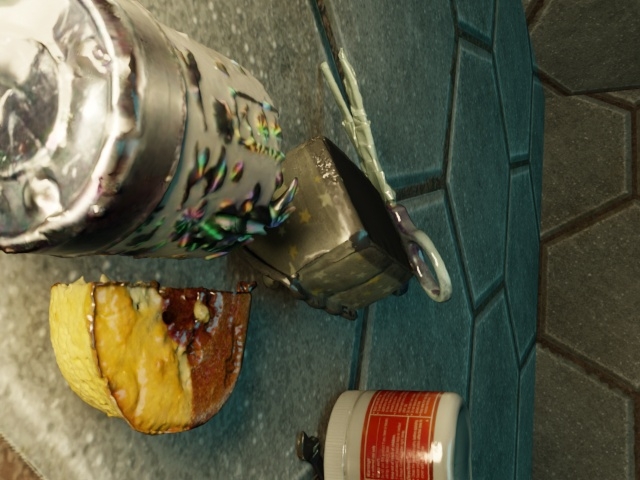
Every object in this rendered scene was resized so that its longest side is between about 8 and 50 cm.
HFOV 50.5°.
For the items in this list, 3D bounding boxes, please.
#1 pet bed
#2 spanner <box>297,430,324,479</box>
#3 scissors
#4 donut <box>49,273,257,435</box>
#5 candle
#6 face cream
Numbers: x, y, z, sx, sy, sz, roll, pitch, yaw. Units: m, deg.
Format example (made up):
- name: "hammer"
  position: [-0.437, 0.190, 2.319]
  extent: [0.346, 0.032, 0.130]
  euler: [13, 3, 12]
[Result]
- name: "pet bed"
  position: [0.000, 0.000, 0.860]
  extent: [0.211, 0.159, 0.183]
  euler: [33, 32, -61]
- name: "spanner"
  position: [0.004, 0.345, 1.000]
  extent: [0.046, 0.012, 0.208]
  euler: [-65, 145, -42]
- name: "scissors"
  position: [0.079, -0.091, 0.989]
  extent: [0.256, 0.029, 0.383]
  euler: [162, -93, -78]
- name: "donut"
  position: [-0.152, 0.094, 0.600]
  extent: [0.217, 0.085, 0.141]
  euler: [20, 71, -62]
- name: "candle"
  position: [-0.129, -0.071, 0.546]
  extent: [0.330, 0.187, 0.187]
  euler: [9, 81, -66]
- name: "face cream"
  position: [0.125, 0.330, 1.032]
  extent: [0.201, 0.187, 0.201]
  euler: [-3, 90, -69]
